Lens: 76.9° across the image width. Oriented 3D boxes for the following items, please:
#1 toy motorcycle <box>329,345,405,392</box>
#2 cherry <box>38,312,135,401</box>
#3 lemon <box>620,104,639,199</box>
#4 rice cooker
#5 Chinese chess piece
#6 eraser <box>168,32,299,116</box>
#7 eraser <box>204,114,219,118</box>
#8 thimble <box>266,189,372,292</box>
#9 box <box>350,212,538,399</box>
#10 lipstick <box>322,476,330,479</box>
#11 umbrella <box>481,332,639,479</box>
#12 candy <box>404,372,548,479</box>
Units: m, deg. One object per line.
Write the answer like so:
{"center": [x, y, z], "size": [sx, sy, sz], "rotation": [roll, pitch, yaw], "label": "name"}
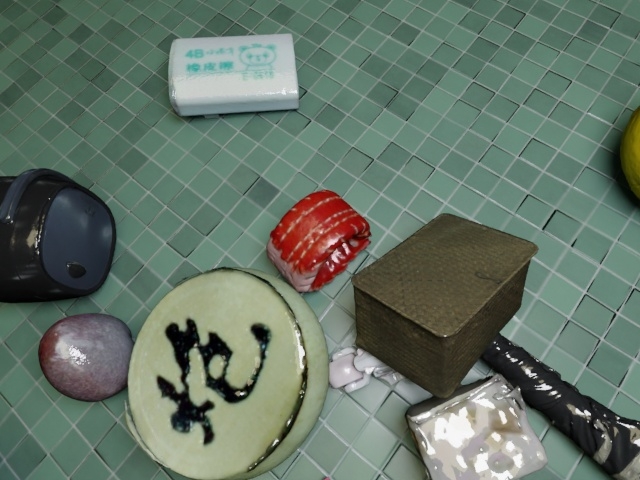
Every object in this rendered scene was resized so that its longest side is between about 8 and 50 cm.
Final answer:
{"center": [0.127, 0.197, 0.722], "size": [0.254, 0.112, 0.113], "rotation": [-24, 70, -2], "label": "toy motorcycle"}
{"center": [-0.422, 0.214, 0.738], "size": [0.140, 0.176, 0.176], "rotation": [-43, 71, 9], "label": "cherry"}
{"center": [0.696, -0.160, 0.702], "size": [0.296, 0.297, 0.297], "rotation": [-2, 70, 5], "label": "lemon"}
{"center": [-0.562, -0.004, 0.790], "size": [0.224, 0.267, 0.267], "rotation": [-1, 70, 8], "label": "rice cooker"}
{"center": [-0.158, 0.218, 0.694], "size": [0.349, 0.146, 0.350], "rotation": [-5, 71, 15], "label": "Chinese chess piece"}
{"center": [-0.201, -0.392, 0.954], "size": [0.289, 0.104, 0.189], "rotation": [-5, 68, -4], "label": "eraser"}
{"center": [-0.267, -0.343, 1.000], "size": [0.038, 0.019, 0.083], "rotation": [-1, 70, 4], "label": "eraser"}
{"center": [-0.005, 0.003, 0.775], "size": [0.189, 0.163, 0.125], "rotation": [-42, 70, -10], "label": "thimble"}
{"center": [0.202, 0.089, 0.659], "size": [0.273, 0.143, 0.184], "rotation": [-32, 41, -33], "label": "box"}
{"center": [0.075, 0.495, 0.650], "size": [0.053, 0.053, 0.234], "rotation": [-39, 70, -9], "label": "lipstick"}
{"center": [0.414, 0.268, 0.669], "size": [0.106, 0.113, 0.357], "rotation": [-43, 70, -12], "label": "umbrella"}
{"center": [0.235, 0.301, 0.632], "size": [0.184, 0.195, 0.137], "rotation": [-25, 68, 0], "label": "candy"}
